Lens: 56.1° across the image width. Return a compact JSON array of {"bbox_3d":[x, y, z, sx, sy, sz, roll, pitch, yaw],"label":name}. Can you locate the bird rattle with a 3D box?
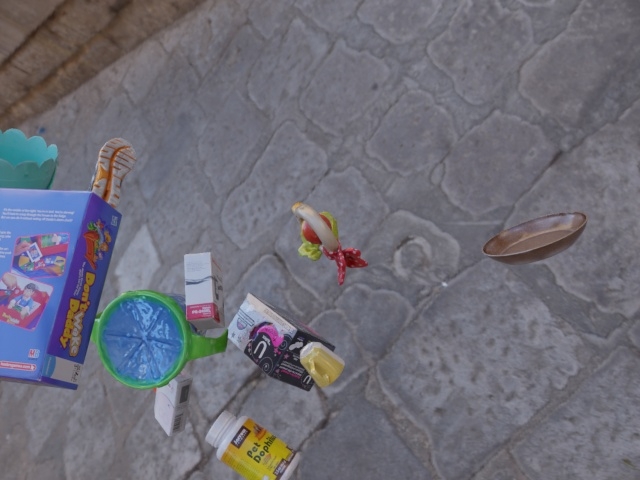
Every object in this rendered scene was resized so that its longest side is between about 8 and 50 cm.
[{"bbox_3d":[0.000,0.000,1.571,0.143,0.207,0.253,-35,28,-1],"label":"bird rattle"}]

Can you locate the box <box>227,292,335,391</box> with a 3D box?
[{"bbox_3d":[-0.114,0.268,1.593,0.247,0.163,0.142,27,86,49],"label":"box"}]

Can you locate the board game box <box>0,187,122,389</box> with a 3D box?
[{"bbox_3d":[-0.453,0.051,0.769,0.346,0.078,0.234,3,70,13],"label":"board game box"}]

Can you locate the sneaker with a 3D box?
[{"bbox_3d":[-0.507,-0.153,1.433,0.083,0.084,0.215,-28,42,49],"label":"sneaker"}]

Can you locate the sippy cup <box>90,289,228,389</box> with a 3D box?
[{"bbox_3d":[-0.396,0.228,1.499,0.305,0.224,0.240,43,99,6],"label":"sippy cup"}]

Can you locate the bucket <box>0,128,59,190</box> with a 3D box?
[{"bbox_3d":[-0.760,-0.145,1.380,0.281,0.281,0.183,41,120,49],"label":"bucket"}]

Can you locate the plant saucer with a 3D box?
[{"bbox_3d":[0.404,0.000,1.127,0.198,0.198,0.036,-16,101,42],"label":"plant saucer"}]

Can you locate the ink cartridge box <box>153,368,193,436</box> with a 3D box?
[{"bbox_3d":[-0.446,0.399,1.680,0.232,0.066,0.189,32,121,35],"label":"ink cartridge box"}]

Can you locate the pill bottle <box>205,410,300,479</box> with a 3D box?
[{"bbox_3d":[-0.162,0.498,1.422,0.214,0.117,0.117,32,97,8],"label":"pill bottle"}]

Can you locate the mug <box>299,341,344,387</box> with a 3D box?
[{"bbox_3d":[0.001,0.208,1.027,0.062,0.064,0.078,-48,15,-17],"label":"mug"}]

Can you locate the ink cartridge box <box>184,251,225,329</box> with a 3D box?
[{"bbox_3d":[-0.256,0.112,1.329,0.063,0.109,0.151,-7,70,2],"label":"ink cartridge box"}]
